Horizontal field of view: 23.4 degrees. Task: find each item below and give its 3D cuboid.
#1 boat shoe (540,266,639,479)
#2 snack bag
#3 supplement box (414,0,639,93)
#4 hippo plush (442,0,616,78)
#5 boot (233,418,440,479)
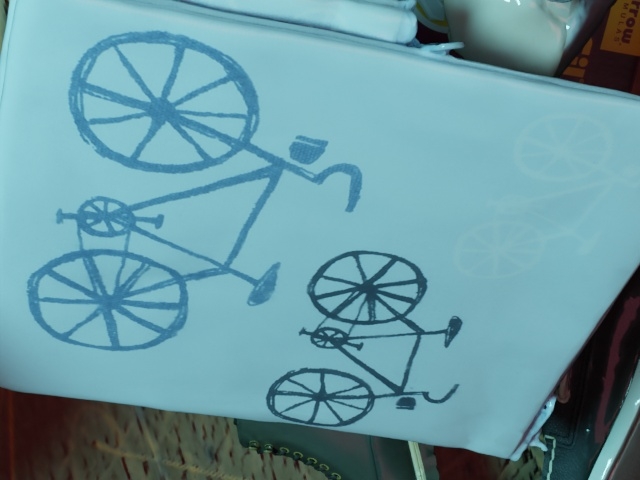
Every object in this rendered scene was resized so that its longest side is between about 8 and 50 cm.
[{"bbox_3d":[0.192,0.084,1.021,0.114,0.091,0.302,-2,115,-59],"label":"boat shoe"},{"bbox_3d":[0.000,0.000,0.779,0.343,0.037,0.323,9,140,-10],"label":"snack bag"},{"bbox_3d":[0.100,-0.156,0.920,0.188,0.081,0.104,8,106,-15],"label":"supplement box"},{"bbox_3d":[0.093,-0.247,0.746,0.236,0.294,0.234,36,137,11],"label":"hippo plush"},{"bbox_3d":[0.008,0.149,1.015,0.137,0.077,0.198,-6,96,-6],"label":"boot"}]
